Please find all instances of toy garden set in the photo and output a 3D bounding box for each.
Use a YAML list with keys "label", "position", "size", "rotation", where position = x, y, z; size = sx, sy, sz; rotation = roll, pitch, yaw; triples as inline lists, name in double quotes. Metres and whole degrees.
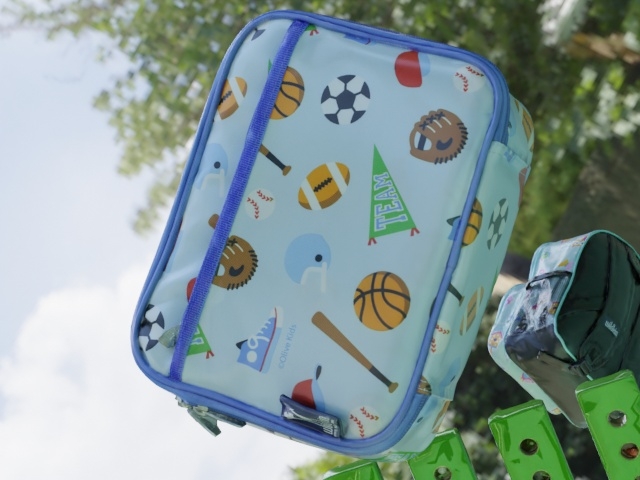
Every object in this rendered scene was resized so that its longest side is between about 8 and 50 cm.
- label: "toy garden set"
  position: [0.153, 0.225, 1.027]
  size: [0.244, 0.203, 0.049]
  rotation: [-21, 8, 14]

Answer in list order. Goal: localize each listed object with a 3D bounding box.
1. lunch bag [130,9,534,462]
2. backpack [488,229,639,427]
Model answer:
- label: "lunch bag"
  position: [0.000, 0.000, 0.947]
  size: [0.303, 0.243, 0.115]
  rotation: [-70, -22, -4]
- label: "backpack"
  position: [0.279, 0.088, 1.450]
  size: [0.144, 0.166, 0.188]
  rotation: [-18, 37, 52]
